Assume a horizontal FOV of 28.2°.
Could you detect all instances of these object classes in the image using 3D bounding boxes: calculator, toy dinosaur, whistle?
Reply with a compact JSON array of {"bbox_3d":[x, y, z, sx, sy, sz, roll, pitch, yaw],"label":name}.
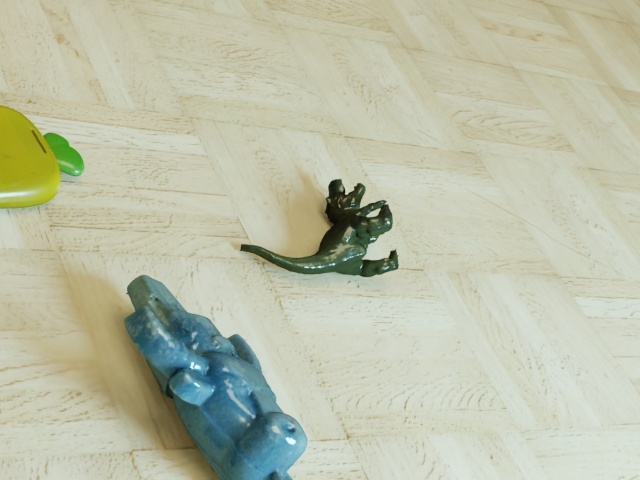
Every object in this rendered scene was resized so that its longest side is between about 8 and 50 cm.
[{"bbox_3d":[-0.353,-0.090,1.327,0.235,0.032,0.146,-7,51,-43],"label":"calculator"},{"bbox_3d":[0.000,0.000,1.526,0.179,0.087,0.187,-9,22,2],"label":"toy dinosaur"},{"bbox_3d":[-0.102,0.133,1.205,0.269,0.093,0.180,53,14,27],"label":"whistle"}]
